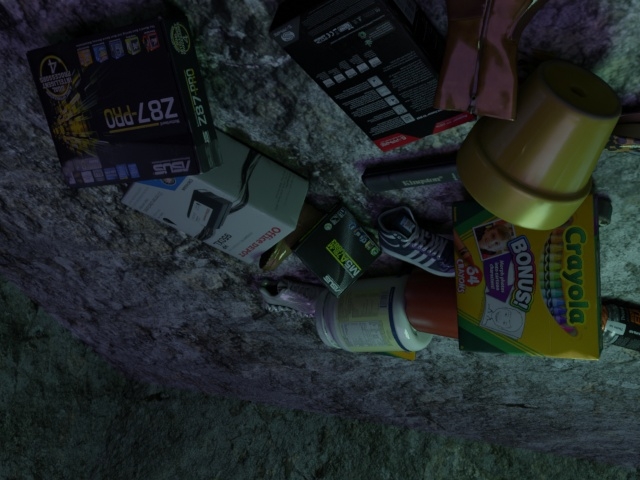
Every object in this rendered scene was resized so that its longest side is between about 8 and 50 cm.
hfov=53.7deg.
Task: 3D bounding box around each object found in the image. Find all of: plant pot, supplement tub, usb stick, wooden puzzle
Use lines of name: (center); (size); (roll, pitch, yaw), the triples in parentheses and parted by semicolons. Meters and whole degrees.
plant pot: (0.396, 0.166, 1.769); (0.265, 0.272, 0.272); (-1, 147, 40)
supplement tub: (0.875, 0.249, 1.813); (0.190, 0.117, 0.117); (14, 150, 0)
supplement tub: (0.170, 0.232, 1.982); (0.325, 0.235, 0.235); (-8, 143, 35)
usb stick: (0.230, -0.157, 1.492); (0.278, 0.045, 0.077); (-6, 143, 31)
plant pot: (0.418, -0.189, 1.178); (0.254, 0.254, 0.239); (19, 136, -6)
wooden puzzle: (0.381, -0.317, 1.188); (0.078, 0.014, 0.116); (19, 150, -7)

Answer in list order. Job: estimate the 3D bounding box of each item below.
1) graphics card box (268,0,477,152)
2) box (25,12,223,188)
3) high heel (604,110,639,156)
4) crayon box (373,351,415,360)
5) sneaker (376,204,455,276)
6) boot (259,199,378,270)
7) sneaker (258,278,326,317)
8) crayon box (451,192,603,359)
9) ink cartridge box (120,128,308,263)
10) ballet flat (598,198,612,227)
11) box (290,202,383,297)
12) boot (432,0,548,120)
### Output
graphics card box: (0.110, -0.337, 1.197); (0.233, 0.094, 0.371); (-14, 140, 41)
box: (-0.425, -0.287, 1.365); (0.395, 0.097, 0.318); (-2, 111, 27)
high heel: (0.627, -0.220, 1.150); (0.186, 0.093, 0.261); (15, 161, -12)
crayon box: (0.264, 0.328, 2.252); (0.165, 0.081, 0.278); (8, 149, 12)
sneaker: (0.271, 0.000, 1.651); (0.282, 0.099, 0.153); (17, 152, 26)
boot: (-0.004, 0.034, 1.759); (0.269, 0.236, 0.089); (30, -174, -21)
sneaker: (-0.082, 0.188, 2.161); (0.292, 0.110, 0.118); (0, 138, 23)
crayon box: (0.478, 0.080, 1.468); (0.313, 0.363, 0.106); (-2, -177, 32)
ink cartridge box: (-0.273, -0.126, 1.646); (0.395, 0.166, 0.285); (27, 148, -21)
ballet flat: (0.605, -0.029, 1.516); (0.072, 0.068, 0.213); (24, 149, -15)
box: (0.045, 0.026, 1.711); (0.190, 0.184, 0.045); (49, 169, -19)
boot: (0.319, -0.322, 1.012); (0.264, 0.096, 0.280); (7, 122, 14)
